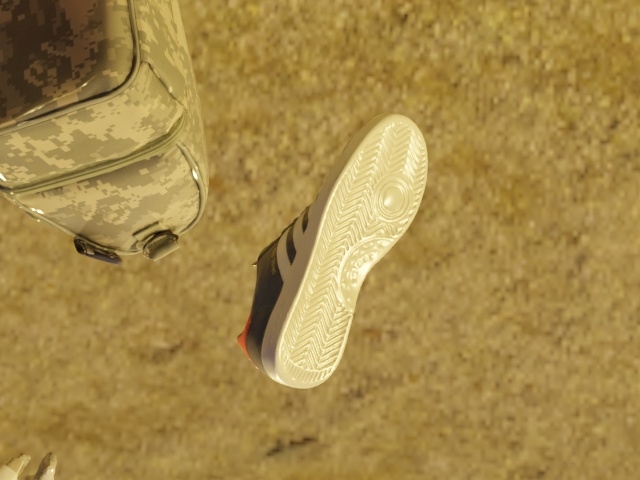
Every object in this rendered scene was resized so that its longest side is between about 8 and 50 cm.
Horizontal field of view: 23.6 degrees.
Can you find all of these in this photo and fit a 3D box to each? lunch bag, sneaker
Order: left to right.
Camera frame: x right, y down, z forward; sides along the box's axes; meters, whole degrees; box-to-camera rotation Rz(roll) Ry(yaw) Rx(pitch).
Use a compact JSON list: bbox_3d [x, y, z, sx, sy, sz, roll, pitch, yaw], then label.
[{"bbox_3d":[-0.215,-0.159,1.443,0.212,0.305,0.256,-20,149,13],"label":"lunch bag"},{"bbox_3d":[0.000,0.000,1.838,0.131,0.350,0.148,33,170,-31],"label":"sneaker"}]

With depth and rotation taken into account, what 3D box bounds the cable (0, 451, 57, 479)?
[{"bbox_3d":[-0.291,0.227,0.901,0.089,0.257,0.257,40,127,17],"label":"cable"}]
